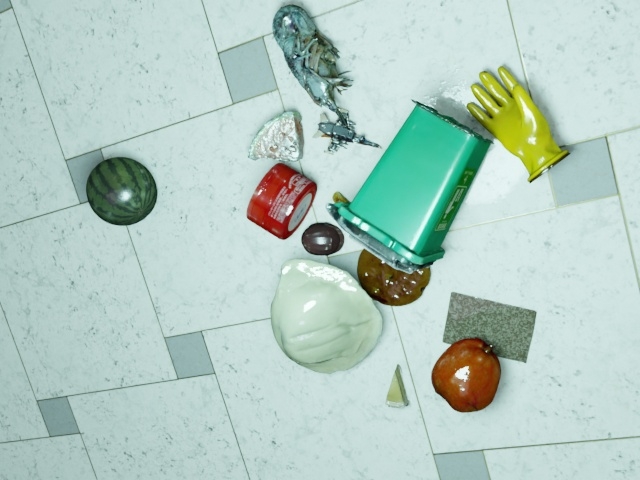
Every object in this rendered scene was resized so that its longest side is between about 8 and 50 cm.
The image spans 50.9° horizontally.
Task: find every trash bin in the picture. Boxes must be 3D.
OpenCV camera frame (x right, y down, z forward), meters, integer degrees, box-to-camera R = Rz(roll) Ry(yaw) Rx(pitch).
[{"bbox_3d":[0.233,-0.143,1.703,0.295,0.259,0.381,34,106,20],"label":"trash bin"}]

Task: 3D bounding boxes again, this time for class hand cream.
[{"bbox_3d":[-0.105,-0.107,1.866,0.125,0.193,0.193,32,113,11],"label":"hand cream"}]

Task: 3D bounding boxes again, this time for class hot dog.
[{"bbox_3d":[0.067,-0.099,1.888,0.090,0.034,0.030,43,115,4],"label":"hot dog"}]

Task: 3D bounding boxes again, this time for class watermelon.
[{"bbox_3d":[-0.600,-0.149,2.032,0.212,0.212,0.212,5,106,19],"label":"watermelon"},{"bbox_3d":[-0.107,-0.273,1.894,0.187,0.071,0.139,-41,94,16],"label":"watermelon"}]

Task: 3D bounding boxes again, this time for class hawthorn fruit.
[{"bbox_3d":[0.405,0.354,1.806,0.185,0.185,0.202,35,108,9],"label":"hawthorn fruit"}]

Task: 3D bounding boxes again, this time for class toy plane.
[{"bbox_3d":[0.076,-0.285,1.821,0.188,0.062,0.135,19,84,12],"label":"toy plane"}]

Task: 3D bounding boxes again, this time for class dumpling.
[{"bbox_3d":[0.017,0.236,1.898,0.315,0.233,0.395,7,121,16],"label":"dumpling"}]

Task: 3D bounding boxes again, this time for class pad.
[{"bbox_3d":[0.461,0.238,1.846,0.234,0.003,0.158,12,108,17],"label":"pad"}]

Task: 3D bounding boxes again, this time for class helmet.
[{"bbox_3d":[0.000,0.000,1.920,0.123,0.070,0.098,4,105,21],"label":"helmet"}]

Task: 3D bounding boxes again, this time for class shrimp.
[{"bbox_3d":[-0.014,-0.457,1.751,0.137,0.172,0.372,-41,81,19],"label":"shrimp"}]

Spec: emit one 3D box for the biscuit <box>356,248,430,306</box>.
[{"bbox_3d":[0.201,0.087,1.885,0.212,0.036,0.212,5,104,19],"label":"biscuit"}]

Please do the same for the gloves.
[{"bbox_3d":[0.474,-0.291,1.657,0.133,0.116,0.294,-38,83,17],"label":"gloves"}]

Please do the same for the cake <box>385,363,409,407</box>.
[{"bbox_3d":[0.216,0.424,1.960,0.065,0.052,0.121,-6,103,24],"label":"cake"}]
